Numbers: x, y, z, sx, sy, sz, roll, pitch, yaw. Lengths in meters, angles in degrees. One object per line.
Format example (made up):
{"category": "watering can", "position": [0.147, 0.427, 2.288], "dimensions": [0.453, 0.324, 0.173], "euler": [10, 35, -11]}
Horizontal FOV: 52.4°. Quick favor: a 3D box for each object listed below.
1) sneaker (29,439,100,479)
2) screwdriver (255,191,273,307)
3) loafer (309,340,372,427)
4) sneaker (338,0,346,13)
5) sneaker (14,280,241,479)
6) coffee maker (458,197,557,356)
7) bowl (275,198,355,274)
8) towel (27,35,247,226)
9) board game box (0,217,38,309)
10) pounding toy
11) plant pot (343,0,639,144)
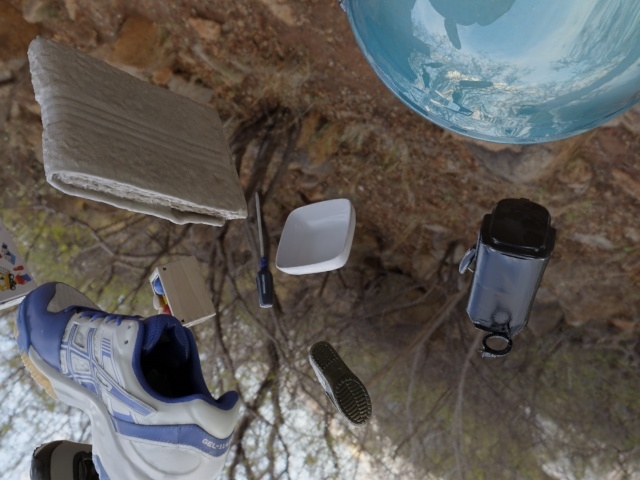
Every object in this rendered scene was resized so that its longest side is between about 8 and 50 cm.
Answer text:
{"category": "sneaker", "position": [-0.334, 0.354, 1.005], "dimensions": [0.271, 0.108, 0.100], "euler": [41, -148, -59]}
{"category": "screwdriver", "position": [-0.080, 0.010, 0.914], "dimensions": [0.025, 0.170, 0.024], "euler": [-13, 163, 35]}
{"category": "loafer", "position": [0.032, 0.227, 1.036], "dimensions": [0.148, 0.056, 0.050], "euler": [60, 166, 11]}
{"category": "sneaker", "position": [0.026, -0.435, 0.934], "dimensions": [0.286, 0.130, 0.109], "euler": [42, 166, -10]}
{"category": "sneaker", "position": [-0.173, 0.107, 0.598], "dimensions": [0.296, 0.131, 0.112], "euler": [37, -166, 32]}
{"category": "coffee maker", "position": [0.286, 0.053, 0.974], "dimensions": [0.178, 0.120, 0.171], "euler": [86, 179, -47]}
{"category": "bowl", "position": [0.000, 0.000, 1.148], "dimensions": [0.142, 0.142, 0.053], "euler": [-11, 140, 31]}
{"category": "towel", "position": [-0.209, -0.117, 0.776], "dimensions": [0.282, 0.049, 0.187], "euler": [16, -132, -52]}
{"category": "board game box", "position": [-0.634, -0.011, 1.096], "dimensions": [0.193, 0.053, 0.305], "euler": [-24, -96, -56]}
{"category": "pounding toy", "position": [-0.261, 0.114, 1.162], "dimensions": [0.141, 0.100, 0.130], "euler": [-33, 76, 65]}
{"category": "plant pot", "position": [0.144, -0.203, 0.362], "dimensions": [0.272, 0.271, 0.255], "euler": [43, -176, 1]}
